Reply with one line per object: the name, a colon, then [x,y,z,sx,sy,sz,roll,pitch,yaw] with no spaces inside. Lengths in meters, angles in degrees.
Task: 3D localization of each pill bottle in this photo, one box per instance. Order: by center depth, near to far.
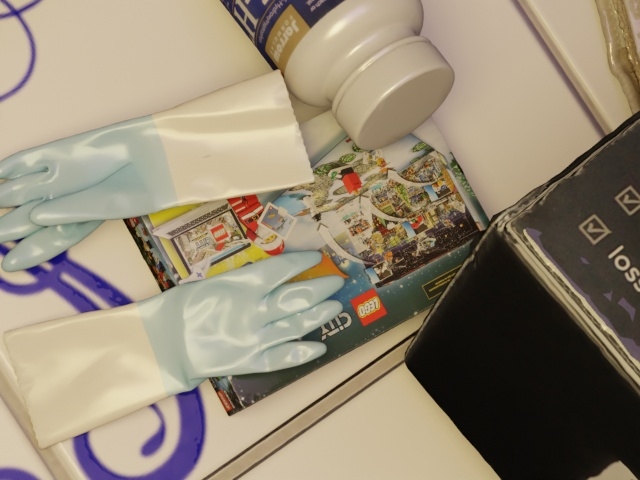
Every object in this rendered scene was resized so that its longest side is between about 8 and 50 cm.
pill bottle: [0.006,-0.159,1.152,0.112,0.112,0.186,-28,68,-22]

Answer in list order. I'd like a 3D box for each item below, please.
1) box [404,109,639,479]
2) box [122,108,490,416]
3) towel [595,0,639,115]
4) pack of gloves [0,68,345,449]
box: [0.398,0.080,1.067,0.472,0.297,0.480,-37,79,-19]
box: [0.000,0.000,1.176,0.233,0.044,0.159,-27,87,-22]
towel: [0.309,-0.196,1.324,0.187,0.049,0.282,-9,80,-22]
pack of gloves: [-0.108,0.010,1.093,0.232,0.046,0.195,-18,85,-1]
